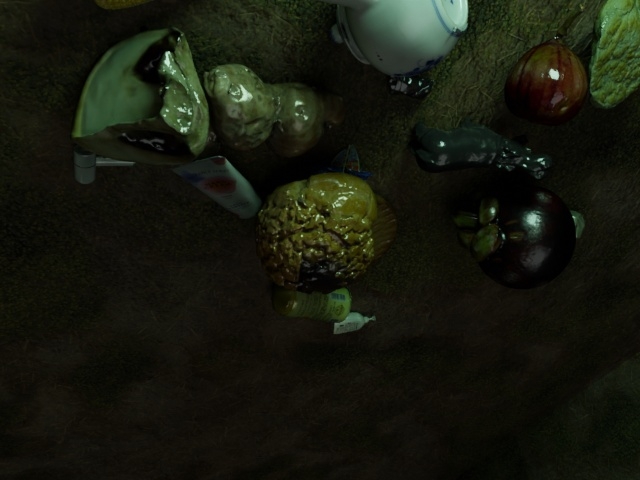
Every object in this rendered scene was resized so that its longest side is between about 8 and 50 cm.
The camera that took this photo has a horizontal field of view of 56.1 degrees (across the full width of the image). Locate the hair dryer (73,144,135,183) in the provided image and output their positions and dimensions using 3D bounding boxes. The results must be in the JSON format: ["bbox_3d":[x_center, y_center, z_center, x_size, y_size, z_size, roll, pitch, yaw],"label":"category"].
[{"bbox_3d":[-0.481,-0.173,1.350,0.137,0.047,0.082,-6,136,-25],"label":"hair dryer"}]

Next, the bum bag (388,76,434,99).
[{"bbox_3d":[0.211,-0.363,1.413,0.124,0.034,0.058,7,121,-27],"label":"bum bag"}]

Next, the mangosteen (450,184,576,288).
[{"bbox_3d":[0.537,-0.020,1.697,0.346,0.307,0.307,17,128,-12],"label":"mangosteen"}]

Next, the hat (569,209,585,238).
[{"bbox_3d":[0.766,-0.057,1.910,0.166,0.081,0.122,14,168,-13],"label":"hat"}]

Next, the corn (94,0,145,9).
[{"bbox_3d":[-0.268,-0.498,1.053,0.305,0.122,0.123,-18,111,-5],"label":"corn"}]

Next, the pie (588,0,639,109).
[{"bbox_3d":[0.696,-0.441,1.410,0.257,0.105,0.274,-50,137,-14],"label":"pie"}]

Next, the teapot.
[{"bbox_3d":[0.133,-0.442,1.176,0.280,0.252,0.424,-8,174,38],"label":"teapot"}]

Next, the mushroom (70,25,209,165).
[{"bbox_3d":[-0.316,-0.275,1.171,0.292,0.218,0.212,-6,156,44],"label":"mushroom"}]

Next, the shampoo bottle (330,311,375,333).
[{"bbox_3d":[0.113,0.270,2.007,0.151,0.045,0.077,-8,134,-10],"label":"shampoo bottle"}]

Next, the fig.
[{"bbox_3d":[0.540,-0.400,1.421,0.203,0.186,0.250,4,93,-49],"label":"fig"}]

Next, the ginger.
[{"bbox_3d":[-0.125,-0.267,1.300,0.375,0.176,0.256,-5,153,-18],"label":"ginger"}]

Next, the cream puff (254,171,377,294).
[{"bbox_3d":[0.000,0.000,1.478,0.327,0.231,0.343,24,138,-39],"label":"cream puff"}]

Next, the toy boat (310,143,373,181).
[{"bbox_3d":[0.065,-0.189,1.512,0.175,0.091,0.110,6,104,-30],"label":"toy boat"}]

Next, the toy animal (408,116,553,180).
[{"bbox_3d":[0.400,-0.232,1.511,0.343,0.168,0.106,3,132,-3],"label":"toy animal"}]

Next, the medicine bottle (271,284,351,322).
[{"bbox_3d":[-0.033,0.179,1.812,0.238,0.124,0.124,12,129,-28],"label":"medicine bottle"}]

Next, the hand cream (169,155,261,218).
[{"bbox_3d":[-0.216,-0.119,1.398,0.124,0.078,0.340,-10,165,13],"label":"hand cream"}]

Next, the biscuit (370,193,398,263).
[{"bbox_3d":[0.068,-0.015,1.708,0.317,0.040,0.318,-9,136,-9],"label":"biscuit"}]
